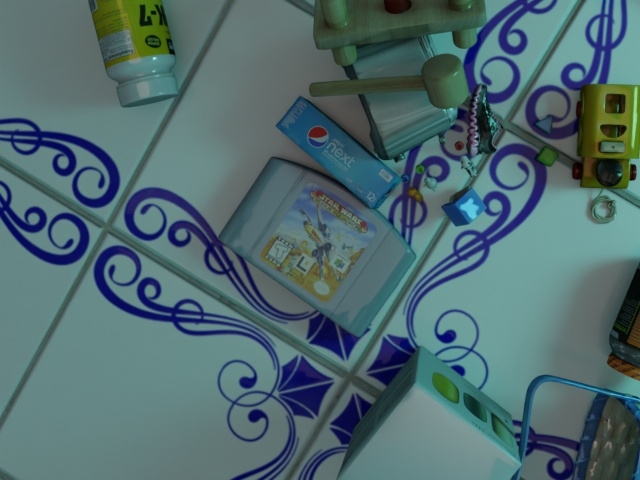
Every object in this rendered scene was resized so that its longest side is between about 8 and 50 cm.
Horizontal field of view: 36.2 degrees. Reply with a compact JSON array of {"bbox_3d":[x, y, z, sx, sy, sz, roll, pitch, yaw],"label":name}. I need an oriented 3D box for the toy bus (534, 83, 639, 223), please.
[{"bbox_3d":[0.451,-0.152,1.534,0.191,0.104,0.202,-44,88,10],"label":"toy bus"}]

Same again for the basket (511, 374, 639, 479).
[{"bbox_3d":[0.443,0.349,1.533,0.288,0.201,0.255,8,98,-4],"label":"basket"}]

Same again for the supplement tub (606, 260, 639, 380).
[{"bbox_3d":[0.530,0.125,1.544,0.117,0.117,0.191,21,99,6],"label":"supplement tub"}]

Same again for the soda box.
[{"bbox_3d":[0.031,-0.144,1.603,0.210,0.071,0.067,42,99,9],"label":"soda box"}]

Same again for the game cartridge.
[{"bbox_3d":[0.000,0.000,1.642,0.297,0.062,0.198,34,103,4],"label":"game cartridge"}]

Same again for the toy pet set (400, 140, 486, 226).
[{"bbox_3d":[0.204,-0.078,1.586,0.122,0.065,0.114,-32,103,24],"label":"toy pet set"}]

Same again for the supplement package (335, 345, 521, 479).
[{"bbox_3d":[0.172,0.324,1.541,0.199,0.262,0.198,37,100,3],"label":"supplement package"}]

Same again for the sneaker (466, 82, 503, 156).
[{"bbox_3d":[0.269,-0.195,1.590,0.057,0.047,0.119,2,104,2],"label":"sneaker"}]

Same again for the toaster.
[{"bbox_3d":[0.125,-0.246,1.563,0.146,0.129,0.227,-21,90,6],"label":"toaster"}]

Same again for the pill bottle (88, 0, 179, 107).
[{"bbox_3d":[-0.307,-0.332,1.619,0.119,0.119,0.209,-13,94,9],"label":"pill bottle"}]

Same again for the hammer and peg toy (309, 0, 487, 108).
[{"bbox_3d":[0.108,-0.352,1.452,0.265,0.361,0.127,-6,139,11],"label":"hammer and peg toy"}]
